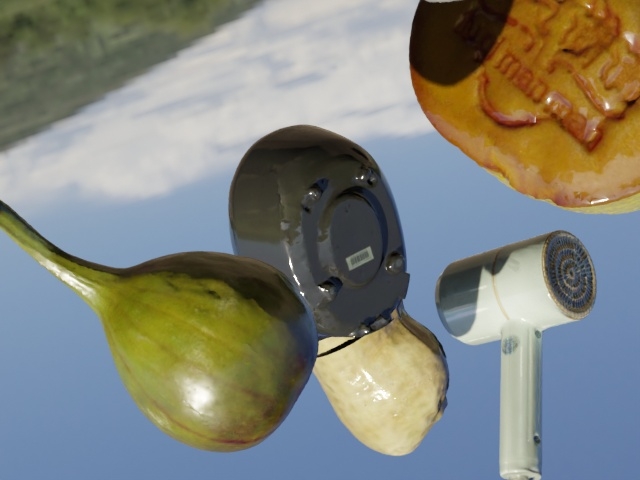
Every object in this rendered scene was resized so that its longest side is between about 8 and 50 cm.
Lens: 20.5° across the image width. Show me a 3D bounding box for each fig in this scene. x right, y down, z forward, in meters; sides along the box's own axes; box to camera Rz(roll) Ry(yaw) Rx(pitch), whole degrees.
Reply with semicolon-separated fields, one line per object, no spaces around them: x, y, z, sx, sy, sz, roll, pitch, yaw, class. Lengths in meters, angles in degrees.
-0.115;0.041;1.083;0.124;0.236;0.124;-58;-169;19;fig

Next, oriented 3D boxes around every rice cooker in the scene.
0.000;0.001;1.528;0.142;0.203;0.118;-26;-161;-29;rice cooker

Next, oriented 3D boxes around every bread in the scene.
0.209;-0.148;1.381;0.269;0.270;0.148;-15;163;19;bread

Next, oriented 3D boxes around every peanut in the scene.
0.053;0.104;1.785;0.137;0.253;0.122;-17;-155;32;peanut

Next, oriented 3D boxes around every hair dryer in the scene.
0.216;0.172;2.011;0.107;0.357;0.173;25;149;-38;hair dryer

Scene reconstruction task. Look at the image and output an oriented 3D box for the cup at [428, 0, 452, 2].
0.168;-0.307;1.105;0.257;0.301;0.227;-8;-171;-30;cup
